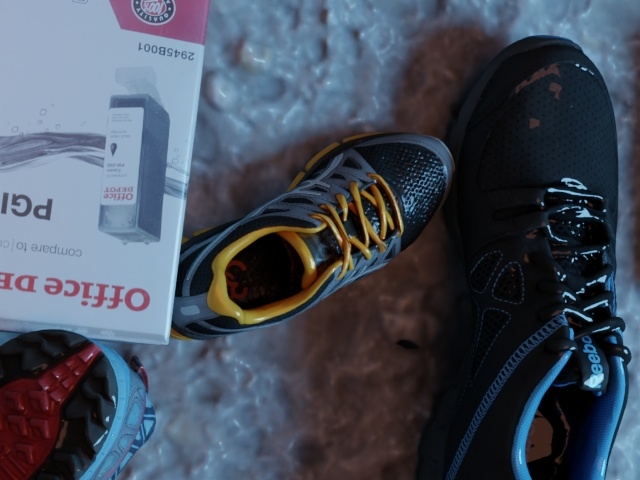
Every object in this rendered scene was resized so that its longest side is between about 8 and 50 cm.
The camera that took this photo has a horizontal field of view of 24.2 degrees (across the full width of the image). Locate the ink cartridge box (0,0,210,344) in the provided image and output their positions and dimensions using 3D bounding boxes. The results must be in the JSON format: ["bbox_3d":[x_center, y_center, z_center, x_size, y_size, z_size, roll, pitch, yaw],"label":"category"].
[{"bbox_3d":[-0.156,-0.056,0.821,0.159,0.092,0.217,7,91,-24],"label":"ink cartridge box"}]

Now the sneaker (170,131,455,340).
[{"bbox_3d":[0.000,0.000,0.896,0.215,0.083,0.084,-32,102,-21],"label":"sneaker"}]

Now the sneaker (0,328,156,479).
[{"bbox_3d":[-0.187,0.161,0.806,0.262,0.125,0.104,-40,71,6],"label":"sneaker"}]

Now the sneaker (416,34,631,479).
[{"bbox_3d":[0.151,0.039,0.932,0.125,0.140,0.340,5,89,-22],"label":"sneaker"}]
